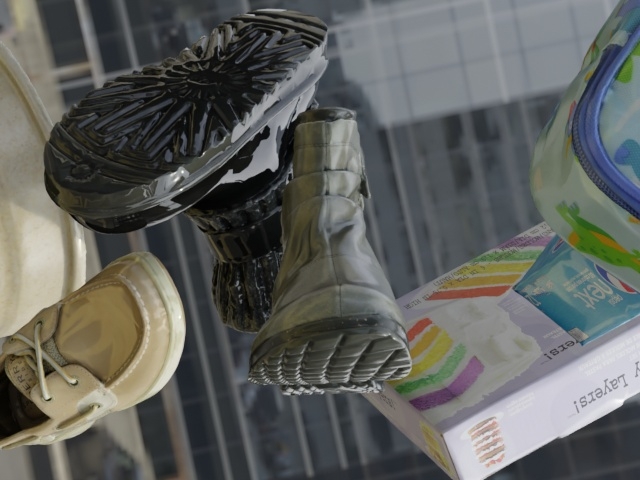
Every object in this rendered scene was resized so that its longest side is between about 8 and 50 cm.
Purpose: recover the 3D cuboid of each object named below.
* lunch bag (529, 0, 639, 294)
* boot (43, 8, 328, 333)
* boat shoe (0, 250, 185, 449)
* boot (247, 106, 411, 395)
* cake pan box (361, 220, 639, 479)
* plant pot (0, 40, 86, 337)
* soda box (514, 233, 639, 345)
[{"bbox_3d":[0.194,-0.060,0.560,0.176,0.219,0.090,35,-16,1],"label":"lunch bag"},{"bbox_3d":[-0.093,-0.023,1.390,0.348,0.131,0.260,-37,138,-45],"label":"boot"},{"bbox_3d":[-0.214,0.106,1.361,0.302,0.098,0.109,-38,-105,48],"label":"boat shoe"},{"bbox_3d":[0.000,0.000,0.890,0.246,0.083,0.161,98,-10,-82],"label":"boot"},{"bbox_3d":[0.175,0.088,1.424,0.246,0.267,0.070,43,-24,61],"label":"cake pan box"},{"bbox_3d":[-0.436,-0.015,1.493,0.334,0.305,0.334,33,-46,42],"label":"plant pot"},{"bbox_3d":[0.204,0.006,1.082,0.067,0.071,0.210,39,-18,0],"label":"soda box"}]
